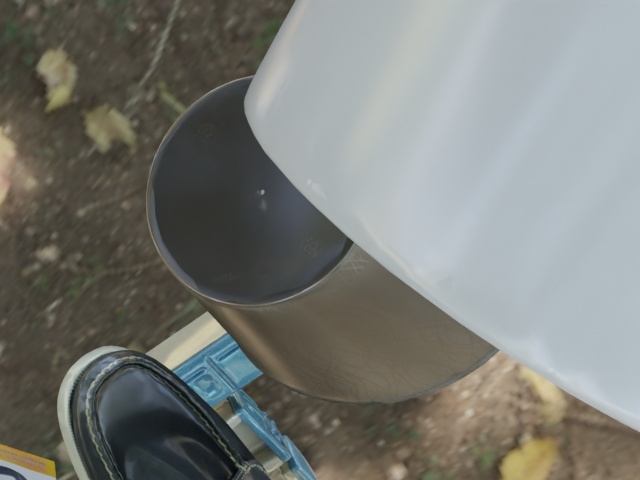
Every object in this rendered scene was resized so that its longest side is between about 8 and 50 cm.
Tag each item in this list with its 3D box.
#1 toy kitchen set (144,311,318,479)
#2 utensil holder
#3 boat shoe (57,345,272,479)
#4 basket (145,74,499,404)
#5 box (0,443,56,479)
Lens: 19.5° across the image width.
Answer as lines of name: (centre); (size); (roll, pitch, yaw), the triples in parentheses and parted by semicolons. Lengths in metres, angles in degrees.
toy kitchen set: (-0.037, 0.177, 1.470); (0.207, 0.122, 0.166); (49, 8, -42)
utensil holder: (0.192, -0.139, 0.757); (0.328, 0.327, 0.385); (29, 103, -12)
boat shoe: (-0.037, 0.143, 0.900); (0.084, 0.079, 0.233); (-43, 105, -31)
basket: (0.000, 0.000, 1.069); (0.204, 0.227, 0.154); (-8, 74, 17)
box: (-0.183, 0.172, 1.039); (0.081, 0.028, 0.136); (24, 35, -35)
